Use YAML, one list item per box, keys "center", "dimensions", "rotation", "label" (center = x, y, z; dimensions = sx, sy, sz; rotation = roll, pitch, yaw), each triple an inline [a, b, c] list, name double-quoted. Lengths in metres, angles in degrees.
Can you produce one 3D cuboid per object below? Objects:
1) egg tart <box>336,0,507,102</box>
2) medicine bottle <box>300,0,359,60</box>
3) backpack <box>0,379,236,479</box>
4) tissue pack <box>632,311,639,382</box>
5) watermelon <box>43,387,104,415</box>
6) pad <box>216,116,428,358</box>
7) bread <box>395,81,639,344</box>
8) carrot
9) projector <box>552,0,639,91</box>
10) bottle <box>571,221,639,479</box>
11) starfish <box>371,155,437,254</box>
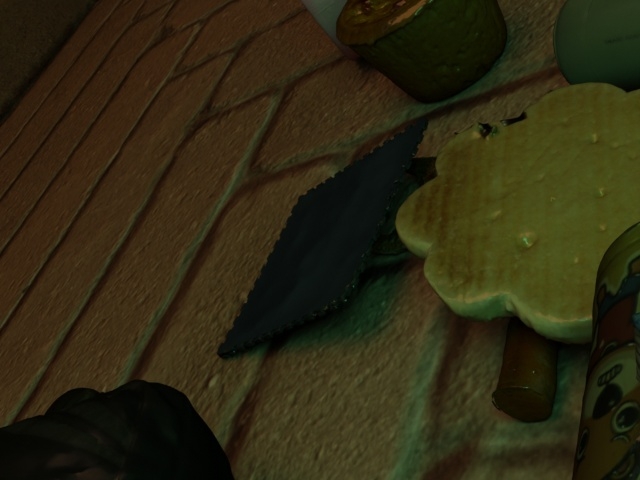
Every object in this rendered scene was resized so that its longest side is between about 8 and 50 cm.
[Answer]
- center: [0.134, -0.265, 1.176]
  dimensions: [0.203, 0.147, 0.202]
  rotation: [-31, 29, 20]
  label: "egg tart"
- center: [0.112, -0.430, 1.371]
  dimensions: [0.316, 0.202, 0.202]
  rotation: [-37, 29, 13]
  label: "medicine bottle"
- center: [-0.275, 0.320, 0.798]
  dimensions: [0.446, 0.254, 0.363]
  rotation: [-15, 37, 19]
  label: "backpack"
- center: [0.218, 0.076, 0.388]
  dimensions: [0.116, 0.065, 0.155]
  rotation: [-22, 43, -1]
  label: "tissue pack"
- center: [-0.296, 0.223, 1.135]
  dimensions: [0.078, 0.078, 0.110]
  rotation: [-14, 39, 43]
  label: "watermelon"
- center: [0.000, 0.000, 1.070]
  dimensions: [0.269, 0.012, 0.269]
  rotation: [-28, 29, 52]
  label: "pad"
- center: [0.217, -0.034, 0.794]
  dimensions: [0.316, 0.054, 0.316]
  rotation: [-17, 37, 14]
  label: "bread"
- center: [0.170, 0.080, 0.766]
  dimensions: [0.048, 0.048, 0.139]
  rotation: [-21, 33, 35]
  label: "carrot"
- center: [0.368, -0.197, 0.824]
  dimensions: [0.337, 0.108, 0.108]
  rotation: [0, 50, 53]
  label: "projector"
- center: [0.208, 0.154, 0.478]
  dimensions: [0.172, 0.171, 0.351]
  rotation: [-18, 37, 39]
  label: "bottle"
- center: [0.113, -0.025, 0.986]
  dimensions: [0.138, 0.050, 0.247]
  rotation: [-48, 21, -7]
  label: "starfish"
